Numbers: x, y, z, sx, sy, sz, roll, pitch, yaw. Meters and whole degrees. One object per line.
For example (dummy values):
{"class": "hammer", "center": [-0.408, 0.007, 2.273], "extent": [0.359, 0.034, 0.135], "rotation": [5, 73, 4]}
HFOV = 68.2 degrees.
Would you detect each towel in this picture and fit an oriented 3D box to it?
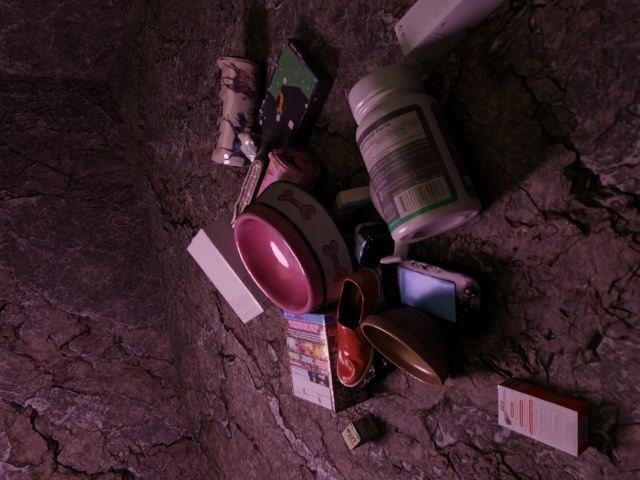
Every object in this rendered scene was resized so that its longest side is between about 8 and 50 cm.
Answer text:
{"class": "towel", "center": [-0.245, -0.187, 1.646], "extent": [0.187, 0.049, 0.282], "rotation": [-84, 17, -61]}

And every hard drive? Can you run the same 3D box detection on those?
{"class": "hard drive", "center": [-0.097, -0.441, 1.539], "extent": [0.237, 0.064, 0.339], "rotation": [57, 138, 30]}

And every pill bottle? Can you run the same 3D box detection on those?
{"class": "pill bottle", "center": [0.200, -0.193, 1.059], "extent": [0.204, 0.204, 0.362], "rotation": [-35, 68, 51]}

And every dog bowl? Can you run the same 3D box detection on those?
{"class": "dog bowl", "center": [-0.093, 0.039, 1.382], "extent": [0.407, 0.150, 0.408], "rotation": [33, 142, 31]}

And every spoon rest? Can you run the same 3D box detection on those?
{"class": "spoon rest", "center": [0.185, -0.072, 1.186], "extent": [0.137, 0.084, 0.277], "rotation": [-10, 70, 31]}

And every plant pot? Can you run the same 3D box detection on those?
{"class": "plant pot", "center": [0.223, 0.241, 1.155], "extent": [0.237, 0.110, 0.237], "rotation": [36, 161, 15]}

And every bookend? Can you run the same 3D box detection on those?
{"class": "bookend", "center": [0.139, 0.316, 1.356], "extent": [0.157, 0.072, 0.156], "rotation": [60, 139, 28]}

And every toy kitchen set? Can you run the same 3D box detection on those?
{"class": "toy kitchen set", "center": [0.106, -0.038, 1.326], "extent": [0.207, 0.122, 0.166], "rotation": [131, 124, -70]}

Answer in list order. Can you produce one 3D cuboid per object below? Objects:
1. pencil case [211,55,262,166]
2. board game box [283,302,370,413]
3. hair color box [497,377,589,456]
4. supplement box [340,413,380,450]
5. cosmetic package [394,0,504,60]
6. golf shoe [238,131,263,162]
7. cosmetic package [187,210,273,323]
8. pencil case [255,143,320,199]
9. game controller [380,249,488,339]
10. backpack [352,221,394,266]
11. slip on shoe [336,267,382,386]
{"class": "pencil case", "center": [-0.315, -0.468, 1.752], "extent": [0.183, 0.159, 0.411], "rotation": [42, 129, 54]}
{"class": "board game box", "center": [0.015, 0.349, 1.473], "extent": [0.232, 0.141, 0.292], "rotation": [-3, 94, 54]}
{"class": "hair color box", "center": [0.447, 0.352, 0.956], "extent": [0.167, 0.053, 0.093], "rotation": [6, 103, 52]}
{"class": "supplement box", "center": [0.121, 0.578, 1.422], "extent": [0.056, 0.083, 0.083], "rotation": [55, 135, 30]}
{"class": "cosmetic package", "center": [0.275, -0.481, 0.975], "extent": [0.231, 0.117, 0.086], "rotation": [-33, 71, 53]}
{"class": "golf shoe", "center": [-0.248, -0.326, 1.716], "extent": [0.085, 0.069, 0.176], "rotation": [17, 143, 19]}
{"class": "cosmetic package", "center": [-0.307, 0.104, 1.747], "extent": [0.366, 0.155, 0.197], "rotation": [54, 142, -1]}
{"class": "pencil case", "center": [-0.138, -0.132, 1.576], "extent": [0.167, 0.159, 0.386], "rotation": [62, 141, 33]}
{"class": "game controller", "center": [0.265, 0.125, 1.149], "extent": [0.319, 0.067, 0.167], "rotation": [17, 110, 52]}
{"class": "backpack", "center": [0.138, 0.008, 1.272], "extent": [0.084, 0.104, 0.115], "rotation": [57, 145, 42]}
{"class": "slip on shoe", "center": [0.086, 0.237, 1.268], "extent": [0.123, 0.101, 0.332], "rotation": [20, 106, 43]}
